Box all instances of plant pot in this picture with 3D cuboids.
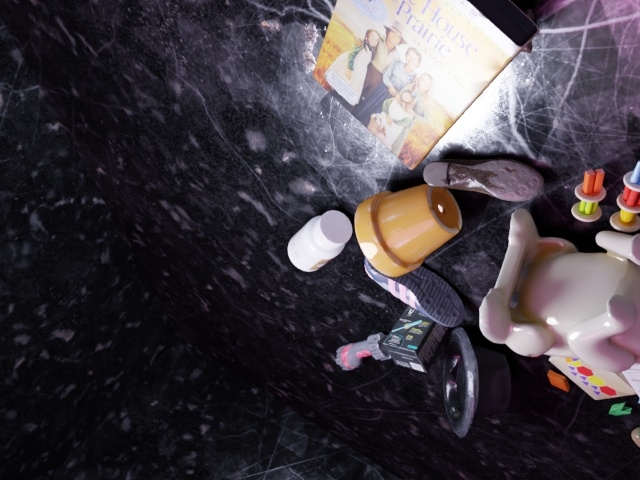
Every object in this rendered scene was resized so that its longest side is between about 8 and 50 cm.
[{"bbox_3d":[0.217,-0.040,1.229,0.187,0.205,0.205,-28,110,41],"label":"plant pot"}]

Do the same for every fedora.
[{"bbox_3d":[0.461,0.411,1.533,0.152,0.334,0.334,0,143,0],"label":"fedora"}]

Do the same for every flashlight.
[{"bbox_3d":[0.168,0.422,1.961,0.103,0.103,0.304,21,155,-22],"label":"flashlight"}]

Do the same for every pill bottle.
[{"bbox_3d":[0.000,0.000,1.559,0.131,0.131,0.229,42,150,-4],"label":"pill bottle"}]

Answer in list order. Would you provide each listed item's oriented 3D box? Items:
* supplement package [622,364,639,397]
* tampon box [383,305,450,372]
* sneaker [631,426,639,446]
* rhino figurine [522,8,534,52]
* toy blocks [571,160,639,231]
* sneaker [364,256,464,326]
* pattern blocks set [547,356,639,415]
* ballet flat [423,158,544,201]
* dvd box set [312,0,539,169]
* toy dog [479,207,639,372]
[{"bbox_3d":[0.737,0.276,1.137,0.179,0.105,0.105,50,148,-16],"label":"supplement package"},{"bbox_3d":[0.294,0.296,1.593,0.120,0.161,0.102,5,135,46],"label":"tampon box"},{"bbox_3d":[0.906,0.527,1.329,0.192,0.064,0.086,32,141,13],"label":"sneaker"},{"bbox_3d":[0.251,-0.400,0.821,0.106,0.073,0.243,-1,129,44],"label":"rhino figurine"},{"bbox_3d":[0.524,-0.094,0.937,0.123,0.054,0.148,20,144,29],"label":"toy blocks"},{"bbox_3d":[0.262,0.130,1.492,0.319,0.112,0.131,39,167,6],"label":"sneaker"},{"bbox_3d":[0.691,0.332,1.336,0.325,0.026,0.285,45,149,-8],"label":"pattern blocks set"},{"bbox_3d":[0.339,-0.132,1.099,0.249,0.058,0.084,9,103,33],"label":"ballet flat"},{"bbox_3d":[0.149,-0.330,0.945,0.307,0.062,0.420,44,159,2],"label":"dvd box set"},{"bbox_3d":[0.565,0.155,1.006,0.407,0.285,0.396,9,144,39],"label":"toy dog"}]
